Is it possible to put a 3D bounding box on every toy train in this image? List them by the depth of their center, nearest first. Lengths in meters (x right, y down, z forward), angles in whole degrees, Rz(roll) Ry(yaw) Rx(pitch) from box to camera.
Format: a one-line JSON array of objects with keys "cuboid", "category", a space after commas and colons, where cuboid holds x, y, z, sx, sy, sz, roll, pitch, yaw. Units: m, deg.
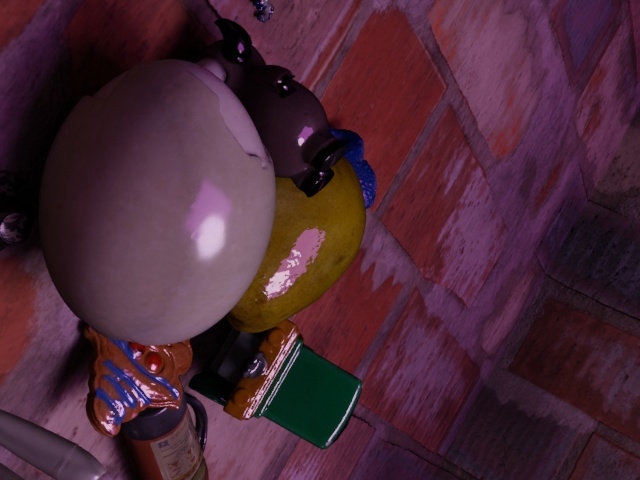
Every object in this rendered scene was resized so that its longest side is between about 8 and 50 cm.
[{"cuboid": [-0.059, 0.225, 1.634, 0.178, 0.249, 0.429, -60, 176, -6], "category": "toy train"}]

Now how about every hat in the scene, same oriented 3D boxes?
[{"cuboid": [-0.365, -0.022, 1.155, 0.121, 0.050, 0.121, -45, 149, -37], "category": "hat"}]

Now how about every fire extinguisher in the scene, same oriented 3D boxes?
[{"cuboid": [-0.231, 0.327, 1.626, 0.200, 0.113, 0.376, -45, 147, -33], "category": "fire extinguisher"}]

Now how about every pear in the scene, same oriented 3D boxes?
[{"cuboid": [-0.069, -0.016, 1.452, 0.307, 0.253, 0.253, -58, 153, -22], "category": "pear"}]

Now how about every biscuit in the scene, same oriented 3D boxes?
[{"cuboid": [-0.251, 0.151, 1.426, 0.183, 0.043, 0.280, 43, 56, -28], "category": "biscuit"}]

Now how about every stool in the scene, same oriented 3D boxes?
[{"cuboid": [-0.399, 0.295, 1.160, 0.195, 0.198, 0.195, -51, 176, 12], "category": "stool"}]

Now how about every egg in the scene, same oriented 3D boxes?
[{"cuboid": [-0.188, -0.054, 1.184, 0.278, 0.278, 0.336, -20, 137, -53], "category": "egg"}]

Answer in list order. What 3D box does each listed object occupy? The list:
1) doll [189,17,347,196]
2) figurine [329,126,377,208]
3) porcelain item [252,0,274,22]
[{"cuboid": [-0.083, -0.169, 1.304, 0.117, 0.257, 0.182, -44, 170, -37], "category": "doll"}, {"cuboid": [0.027, -0.109, 1.683, 0.164, 0.120, 0.262, -59, 151, -1], "category": "figurine"}, {"cuboid": [-0.081, -0.369, 1.372, 0.075, 0.021, 0.136, -17, 128, -55], "category": "porcelain item"}]
